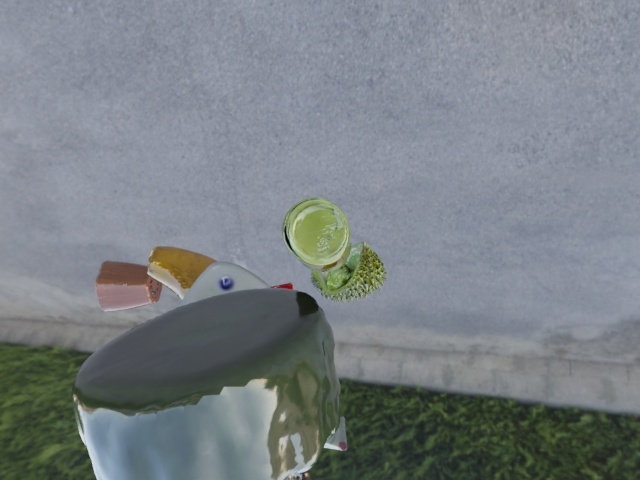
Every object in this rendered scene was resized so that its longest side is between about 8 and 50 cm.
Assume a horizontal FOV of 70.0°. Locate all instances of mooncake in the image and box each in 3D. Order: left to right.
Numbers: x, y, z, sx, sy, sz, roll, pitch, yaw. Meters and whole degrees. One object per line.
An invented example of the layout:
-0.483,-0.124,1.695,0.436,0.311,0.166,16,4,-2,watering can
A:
-0.146,0.212,0.651,0.356,0.356,0.194,-6,104,30,mooncake

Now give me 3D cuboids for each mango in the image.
-0.361,0.123,1.377,0.359,0.187,0.144,31,107,10,mango

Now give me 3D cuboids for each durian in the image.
0.090,0.118,1.500,0.157,0.170,0.355,-4,167,-35,durian

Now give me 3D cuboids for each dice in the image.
-0.226,0.177,1.095,0.192,0.194,0.193,32,148,-2,dice

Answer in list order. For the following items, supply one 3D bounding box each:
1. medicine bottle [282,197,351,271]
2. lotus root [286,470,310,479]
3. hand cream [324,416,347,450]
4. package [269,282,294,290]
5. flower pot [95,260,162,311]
0.000,0.000,0.891,0.124,0.124,0.239,11,171,7,medicine bottle
-0.111,0.532,1.012,0.078,0.167,0.329,19,141,-33,lotus root
-0.077,0.626,1.527,0.340,0.124,0.078,9,124,-9,hand cream
-0.159,0.334,1.504,0.196,0.424,0.123,-12,132,2,package
-0.666,0.160,1.619,0.173,0.191,0.191,-1,147,2,flower pot
